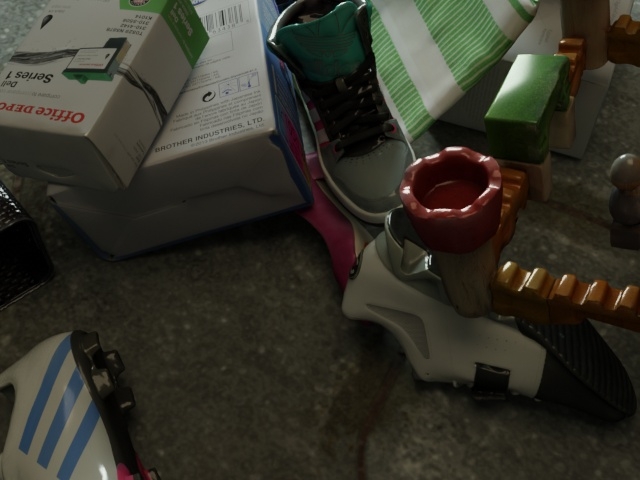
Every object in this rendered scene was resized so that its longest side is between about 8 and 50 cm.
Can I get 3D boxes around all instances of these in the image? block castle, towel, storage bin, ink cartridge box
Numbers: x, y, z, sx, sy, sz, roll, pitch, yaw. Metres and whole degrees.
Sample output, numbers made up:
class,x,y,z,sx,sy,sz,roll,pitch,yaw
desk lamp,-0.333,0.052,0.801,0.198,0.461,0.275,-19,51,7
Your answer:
class,x,y,z,sx,sy,sz,roll,pitch,yaw
block castle,0.293,-0.129,0.801,0.303,0.213,0.453,12,52,29
towel,0.100,-0.242,1.095,0.038,0.325,0.248,20,38,-44
storage bin,-0.401,0.027,0.972,0.180,0.122,0.084,-34,61,-23
ink cartridge box,-0.175,-0.199,1.092,0.270,0.151,0.395,-15,55,7
ink cartridge box,-0.242,-0.172,0.947,0.160,0.092,0.219,9,60,23

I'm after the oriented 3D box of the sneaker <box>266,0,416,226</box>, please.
class,x,y,z,sx,sy,sz,roll,pitch,yaw
sneaker,0.026,-0.171,0.980,0.124,0.178,0.295,-23,56,4

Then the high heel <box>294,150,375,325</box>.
class,x,y,z,sx,sy,sz,roll,pitch,yaw
high heel,0.000,0.000,1.041,0.117,0.082,0.244,-22,66,19

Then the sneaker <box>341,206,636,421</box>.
class,x,y,z,sx,sy,sz,roll,pitch,yaw
sneaker,0.173,0.107,0.937,0.330,0.146,0.122,33,30,-3

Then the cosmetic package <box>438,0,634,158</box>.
class,x,y,z,sx,sy,sz,roll,pitch,yaw
cosmetic package,0.278,-0.255,1.177,0.224,0.138,0.224,17,55,14

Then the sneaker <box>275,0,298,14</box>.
class,x,y,z,sx,sy,sz,roll,pitch,yaw
sneaker,0.059,-0.388,1.281,0.330,0.130,0.147,-2,56,-2

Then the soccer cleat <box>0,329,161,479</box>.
class,x,y,z,sx,sy,sz,roll,pitch,yaw
soccer cleat,-0.229,0.240,0.838,0.143,0.116,0.331,-27,54,0
